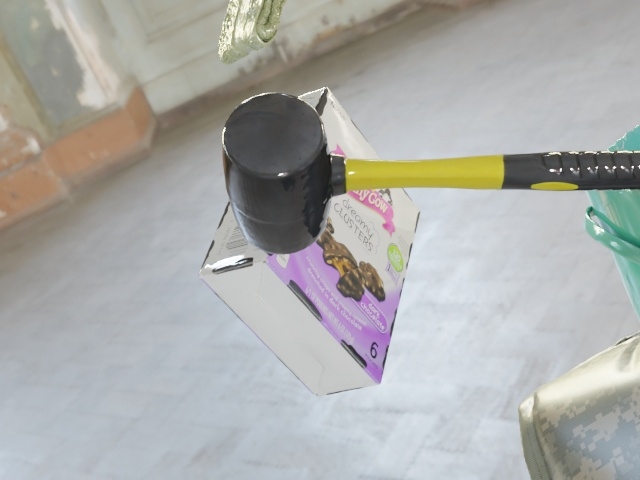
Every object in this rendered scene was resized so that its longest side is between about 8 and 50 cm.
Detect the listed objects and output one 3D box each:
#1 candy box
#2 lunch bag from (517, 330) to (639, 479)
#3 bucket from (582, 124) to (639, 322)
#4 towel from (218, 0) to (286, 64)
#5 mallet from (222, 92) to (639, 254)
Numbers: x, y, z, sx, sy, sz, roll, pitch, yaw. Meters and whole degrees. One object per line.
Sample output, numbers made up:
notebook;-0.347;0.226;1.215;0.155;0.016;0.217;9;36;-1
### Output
candy box;0.000;0.000;0.920;0.070;0.165;0.196;-15;41;34
lunch bag;0.270;0.153;0.709;0.235;0.169;0.287;-37;33;22
bucket;0.390;-0.024;1.028;0.281;0.183;0.281;-19;-19;-7
towel;-0.065;-0.258;1.131;0.110;0.027;0.148;-9;66;60
mallet;0.057;-0.029;0.390;0.190;0.062;0.039;-4;61;9
